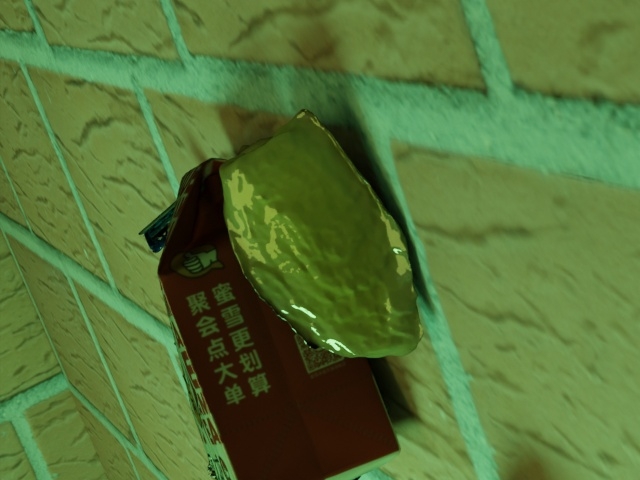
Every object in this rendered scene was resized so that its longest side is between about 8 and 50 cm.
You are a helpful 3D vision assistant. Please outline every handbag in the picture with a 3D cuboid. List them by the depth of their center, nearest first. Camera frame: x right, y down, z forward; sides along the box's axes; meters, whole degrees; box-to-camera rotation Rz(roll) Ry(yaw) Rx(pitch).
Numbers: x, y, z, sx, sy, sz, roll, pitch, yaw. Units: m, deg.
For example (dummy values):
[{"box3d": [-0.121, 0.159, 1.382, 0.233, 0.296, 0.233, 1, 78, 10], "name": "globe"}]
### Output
[{"box3d": [-0.062, 0.075, 1.245, 0.171, 0.151, 0.298, 145, 103, -77], "name": "handbag"}]

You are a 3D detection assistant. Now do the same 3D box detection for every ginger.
[{"box3d": [0.002, 0.004, 1.084, 0.193, 0.115, 0.122, 59, -176, -7], "name": "ginger"}]

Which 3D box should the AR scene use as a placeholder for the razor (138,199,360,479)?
[{"box3d": [-0.049, 0.093, 1.399, 0.324, 0.093, 0.056, 56, -159, 14], "name": "razor"}]
